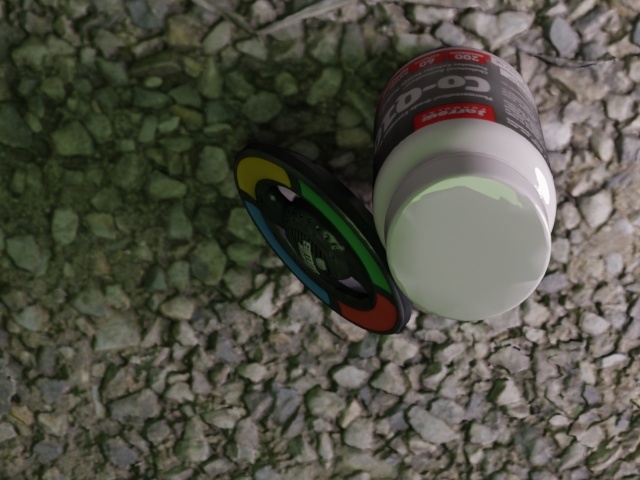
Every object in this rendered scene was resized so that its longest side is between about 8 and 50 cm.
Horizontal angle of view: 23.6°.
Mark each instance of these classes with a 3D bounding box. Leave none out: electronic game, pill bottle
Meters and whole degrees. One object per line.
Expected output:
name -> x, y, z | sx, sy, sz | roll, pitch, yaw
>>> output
electronic game -> 0.000, 0.000, 1.458 | 0.048, 0.229, 0.229 | -42, 112, -19
pill bottle -> 0.126, -0.056, 1.373 | 0.161, 0.283, 0.161 | 1, 116, 2
